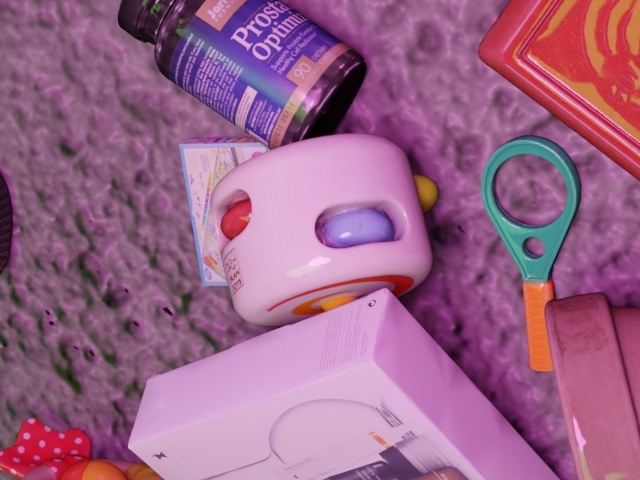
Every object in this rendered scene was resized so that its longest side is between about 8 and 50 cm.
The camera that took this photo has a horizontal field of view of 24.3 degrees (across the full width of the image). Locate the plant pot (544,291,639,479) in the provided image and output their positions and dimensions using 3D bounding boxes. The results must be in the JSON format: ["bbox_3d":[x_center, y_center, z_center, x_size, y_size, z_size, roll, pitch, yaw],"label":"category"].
[{"bbox_3d":[0.332,0.152,1.286,0.229,0.263,0.263,-15,103,11],"label":"plant pot"}]

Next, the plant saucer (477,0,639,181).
[{"bbox_3d":[0.295,-0.176,1.268,0.259,0.048,0.258,38,121,6],"label":"plant saucer"}]

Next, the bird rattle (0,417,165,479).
[{"bbox_3d":[-0.242,0.260,1.610,0.253,0.207,0.143,14,97,10],"label":"bird rattle"}]

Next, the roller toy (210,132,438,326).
[{"bbox_3d":[0.000,0.000,1.371,0.209,0.191,0.146,-19,75,19],"label":"roller toy"}]

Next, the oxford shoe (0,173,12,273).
[{"bbox_3d":[-0.403,-0.061,1.630,0.096,0.083,0.227,2,111,45],"label":"oxford shoe"}]

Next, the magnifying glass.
[{"bbox_3d":[0.203,0.014,1.400,0.092,0.026,0.231,1,108,24],"label":"magnifying glass"}]

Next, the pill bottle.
[{"bbox_3d":[-0.077,-0.179,1.395,0.219,0.123,0.123,35,120,8],"label":"pill bottle"}]

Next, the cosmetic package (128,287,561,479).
[{"bbox_3d":[0.046,0.234,1.428,0.284,0.097,0.377,-21,126,32],"label":"cosmetic package"}]

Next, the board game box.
[{"bbox_3d":[-0.082,-0.029,1.512,0.103,0.026,0.154,1,110,25],"label":"board game box"}]
